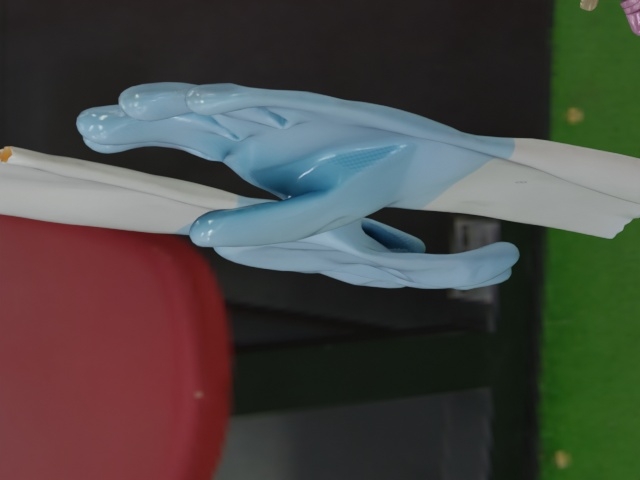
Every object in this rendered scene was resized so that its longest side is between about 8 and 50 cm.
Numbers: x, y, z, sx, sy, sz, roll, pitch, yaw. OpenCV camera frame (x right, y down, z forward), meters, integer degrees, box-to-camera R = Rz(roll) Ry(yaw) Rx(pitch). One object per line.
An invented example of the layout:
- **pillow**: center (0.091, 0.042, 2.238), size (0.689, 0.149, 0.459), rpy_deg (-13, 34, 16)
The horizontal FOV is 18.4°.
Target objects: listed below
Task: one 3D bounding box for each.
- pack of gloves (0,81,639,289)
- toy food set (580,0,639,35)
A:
- **pack of gloves**: center (0.000, 0.000, 0.721), size (0.195, 0.232, 0.046), rpy_deg (-26, 58, 60)
- **toy food set**: center (0.231, -0.158, 1.277), size (0.122, 0.019, 0.078), rpy_deg (23, 127, 21)
